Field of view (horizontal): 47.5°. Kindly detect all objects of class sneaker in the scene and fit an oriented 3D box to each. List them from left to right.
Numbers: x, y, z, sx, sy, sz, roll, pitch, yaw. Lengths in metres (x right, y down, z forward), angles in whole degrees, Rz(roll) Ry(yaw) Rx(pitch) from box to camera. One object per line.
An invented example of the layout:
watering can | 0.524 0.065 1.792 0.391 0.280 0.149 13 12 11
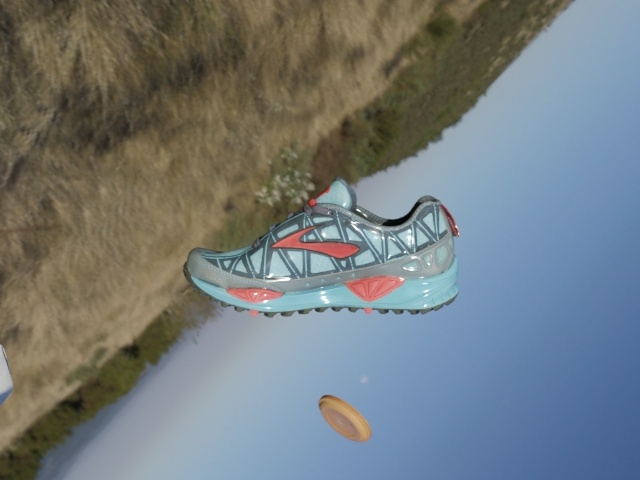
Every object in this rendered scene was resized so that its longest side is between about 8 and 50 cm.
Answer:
sneaker | 0.000 0.000 0.696 0.104 0.261 0.125 -97 -174 -79

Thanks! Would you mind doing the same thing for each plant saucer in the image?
plant saucer | 0.030 0.239 0.966 0.013 0.083 0.083 -47 -178 -32

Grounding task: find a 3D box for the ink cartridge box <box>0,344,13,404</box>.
ink cartridge box | -0.713 0.246 1.247 0.207 0.282 0.117 -65 165 -51
